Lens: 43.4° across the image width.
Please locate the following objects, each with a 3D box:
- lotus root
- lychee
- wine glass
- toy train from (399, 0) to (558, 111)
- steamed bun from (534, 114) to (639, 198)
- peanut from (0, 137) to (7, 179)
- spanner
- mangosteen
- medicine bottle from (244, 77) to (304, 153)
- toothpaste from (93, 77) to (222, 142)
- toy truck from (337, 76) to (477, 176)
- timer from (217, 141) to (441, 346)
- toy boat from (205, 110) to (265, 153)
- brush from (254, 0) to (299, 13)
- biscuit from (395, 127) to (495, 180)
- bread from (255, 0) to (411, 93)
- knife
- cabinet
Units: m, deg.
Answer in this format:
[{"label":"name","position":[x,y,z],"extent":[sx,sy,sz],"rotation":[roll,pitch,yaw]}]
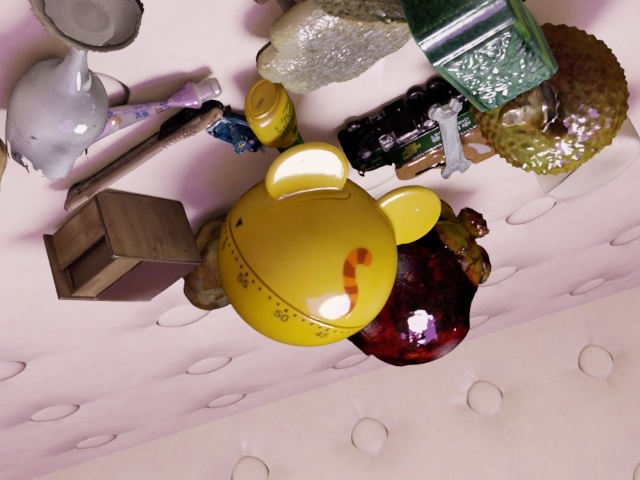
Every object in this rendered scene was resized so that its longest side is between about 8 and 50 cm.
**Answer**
[{"label":"lotus root","position":[-0.211,0.053,1.737],"extent":[0.160,0.152,0.275],"rotation":[-8,155,-33]},{"label":"lychee","position":[0.387,-0.243,1.370],"extent":[0.270,0.320,0.270],"rotation":[10,140,8]},{"label":"wine glass","position":[-0.341,-0.212,1.075],"extent":[0.143,0.143,0.321],"rotation":[-5,155,-30]},{"label":"toy train","position":[0.219,-0.325,1.126],"extent":[0.167,0.238,0.299],"rotation":[-28,155,26]},{"label":"steamed bun","position":[0.601,-0.205,1.799],"extent":[0.164,0.146,0.241],"rotation":[-4,151,-26]},{"label":"peanut","position":[-0.535,-0.094,1.191],"extent":[0.129,0.129,0.224],"rotation":[-4,150,-32]},{"label":"spanner","position":[0.249,-0.187,1.520],"extent":[0.071,0.017,0.302],"rotation":[-24,156,3]},{"label":"mangosteen","position":[0.204,0.086,1.919],"extent":[0.381,0.421,0.381],"rotation":[21,157,9]},{"label":"medicine bottle","position":[-0.069,-0.195,1.392],"extent":[0.064,0.094,0.260],"rotation":[15,170,14]},{"label":"toothpaste","position":[-0.300,-0.195,1.256],"extent":[0.301,0.048,0.075],"rotation":[-18,161,3]},{"label":"toy truck","position":[0.168,-0.215,1.520],"extent":[0.259,0.088,0.121],"rotation":[-26,157,12]},{"label":"timer","position":[0.000,0.000,1.495],"extent":[0.376,0.376,0.387],"rotation":[7,129,-46]},{"label":"toy boat","position":[-0.142,-0.181,1.385],"extent":[0.060,0.060,0.137],"rotation":[-30,156,24]},{"label":"brush","position":[-0.056,-0.345,1.107],"extent":[0.084,0.071,0.301],"rotation":[-9,169,18]},{"label":"biscuit","position":[0.309,-0.204,1.712],"extent":[0.320,0.047,0.183],"rotation":[-20,154,5]},{"label":"bread","position":[0.017,-0.289,1.222],"extent":[0.287,0.056,0.207],"rotation":[-13,163,-42]},{"label":"knife","position":[-0.302,-0.145,1.339],"extent":[0.365,0.089,0.043],"rotation":[-27,112,23]},{"label":"cabinet","position":[-0.377,0.013,1.527],"extent":[0.175,0.148,0.215],"rotation":[-34,157,31]}]
